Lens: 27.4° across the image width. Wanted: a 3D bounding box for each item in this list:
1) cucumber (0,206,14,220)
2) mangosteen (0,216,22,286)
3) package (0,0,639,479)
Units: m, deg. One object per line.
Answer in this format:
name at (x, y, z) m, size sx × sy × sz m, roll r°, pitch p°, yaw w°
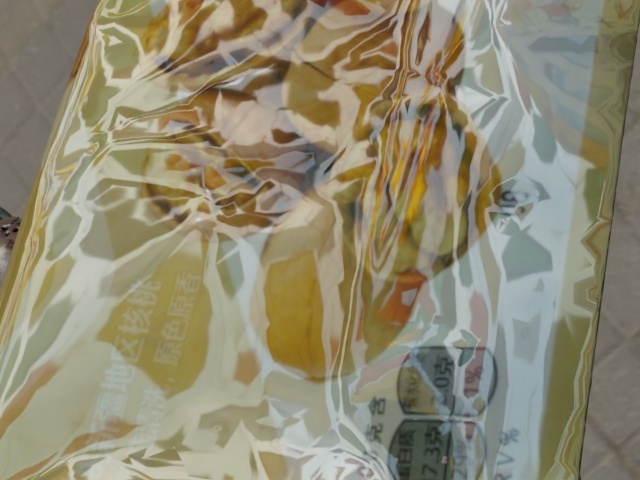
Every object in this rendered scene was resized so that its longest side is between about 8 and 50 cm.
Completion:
cucumber at (-0.252, -0.022, 0.861) m, size 0.168 × 0.039 × 0.039 m, roll 24°, pitch 104°, yaw -12°
mangosteen at (-0.151, 0.072, 0.765) m, size 0.180 × 0.166 × 0.166 m, roll 29°, pitch 103°, yaw 30°
package at (0.016, 0.015, 0.482) m, size 0.221 × 0.165 × 0.311 m, roll 1°, pitch 64°, yaw 24°
